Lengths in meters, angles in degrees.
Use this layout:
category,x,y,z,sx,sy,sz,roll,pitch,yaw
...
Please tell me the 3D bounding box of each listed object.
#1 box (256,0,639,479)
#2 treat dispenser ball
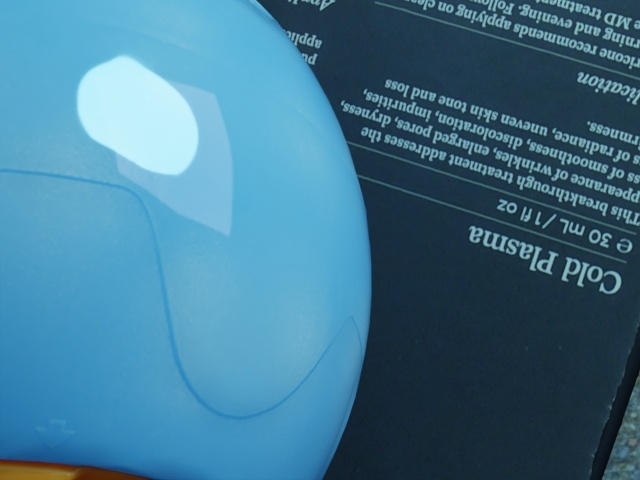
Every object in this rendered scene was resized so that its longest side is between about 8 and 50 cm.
category,x,y,z,sx,sy,sz,roll,pitch,yaw
box,0.000,0.000,0.705,0.343,0.313,0.179,19,0,14
treat dispenser ball,-0.126,0.015,0.489,0.288,0.288,0.288,55,9,-13
